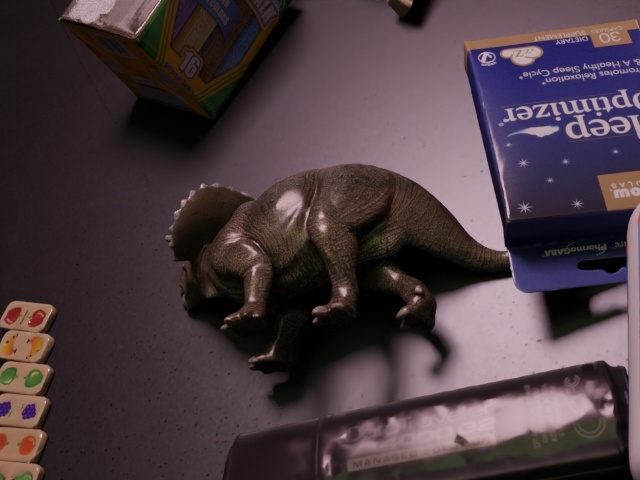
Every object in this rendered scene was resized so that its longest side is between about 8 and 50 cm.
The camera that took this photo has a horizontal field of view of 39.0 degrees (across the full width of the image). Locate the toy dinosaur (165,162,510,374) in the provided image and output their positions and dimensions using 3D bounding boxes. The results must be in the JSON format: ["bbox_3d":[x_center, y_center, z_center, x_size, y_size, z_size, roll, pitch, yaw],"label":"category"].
[{"bbox_3d":[0.000,0.000,0.670,0.313,0.121,0.160,-19,56,19],"label":"toy dinosaur"}]

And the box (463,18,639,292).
[{"bbox_3d":[0.188,-0.069,0.652,0.136,0.036,0.225,-7,53,3],"label":"box"}]

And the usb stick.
[{"bbox_3d":[0.062,0.137,0.584,0.278,0.045,0.077,-16,44,18],"label":"usb stick"}]

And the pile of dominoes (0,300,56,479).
[{"bbox_3d":[-0.324,0.157,0.781,0.196,0.040,0.251,-20,50,15],"label":"pile of dominoes"}]

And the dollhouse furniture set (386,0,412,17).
[{"bbox_3d":[0.106,-0.262,0.881,0.081,0.091,0.114,11,82,-11],"label":"dollhouse furniture set"}]

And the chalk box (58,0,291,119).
[{"bbox_3d":[-0.127,-0.253,0.906,0.132,0.132,0.213,22,74,39],"label":"chalk box"}]

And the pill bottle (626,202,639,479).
[{"bbox_3d":[0.228,0.080,0.483,0.124,0.124,0.222,-5,55,25],"label":"pill bottle"}]
